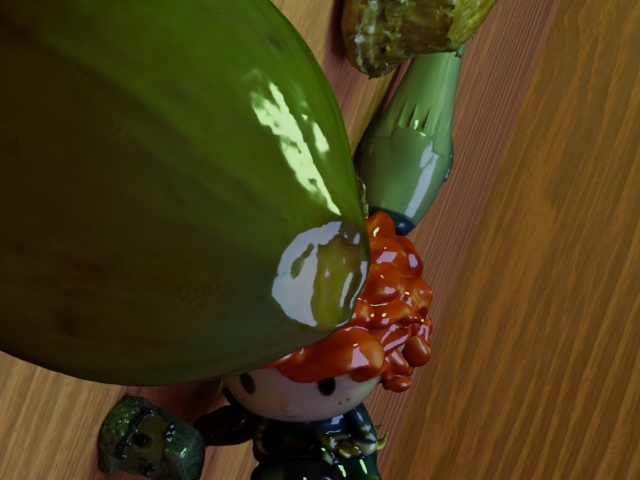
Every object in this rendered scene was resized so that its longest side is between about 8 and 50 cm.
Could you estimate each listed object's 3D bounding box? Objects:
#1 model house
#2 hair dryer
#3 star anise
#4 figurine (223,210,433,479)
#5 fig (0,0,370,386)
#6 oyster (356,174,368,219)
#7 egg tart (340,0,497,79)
[{"bbox_3d":[-0.148,0.186,1.249,0.066,0.083,0.079,-53,161,-46],"label":"model house"},{"bbox_3d":[0.124,-0.159,1.841,0.298,0.119,0.296,-83,-167,-82],"label":"hair dryer"},{"bbox_3d":[-0.061,0.175,1.527,0.212,0.111,0.196,18,72,-42],"label":"star anise"},{"bbox_3d":[-0.009,0.160,1.323,0.306,0.241,0.412,-11,105,-62],"label":"figurine"},{"bbox_3d":[-0.088,-0.034,0.714,0.239,0.271,0.239,-45,152,-32],"label":"fig"},{"bbox_3d":[0.003,-0.007,1.544,0.056,0.105,0.177,56,34,-60],"label":"oyster"},{"bbox_3d":[0.132,-0.295,1.499,0.295,0.116,0.295,-50,157,-30],"label":"egg tart"}]
